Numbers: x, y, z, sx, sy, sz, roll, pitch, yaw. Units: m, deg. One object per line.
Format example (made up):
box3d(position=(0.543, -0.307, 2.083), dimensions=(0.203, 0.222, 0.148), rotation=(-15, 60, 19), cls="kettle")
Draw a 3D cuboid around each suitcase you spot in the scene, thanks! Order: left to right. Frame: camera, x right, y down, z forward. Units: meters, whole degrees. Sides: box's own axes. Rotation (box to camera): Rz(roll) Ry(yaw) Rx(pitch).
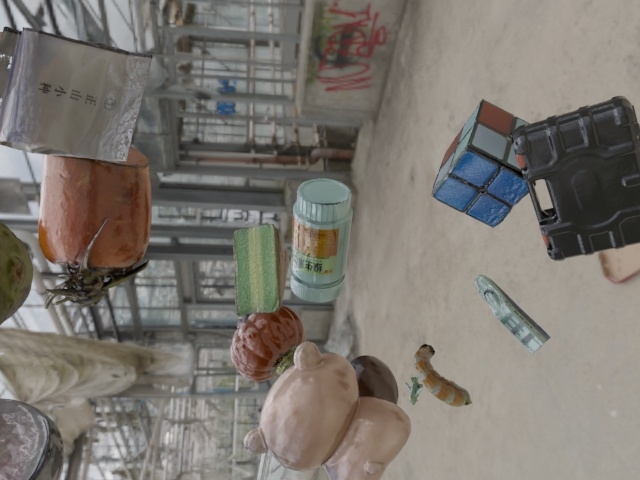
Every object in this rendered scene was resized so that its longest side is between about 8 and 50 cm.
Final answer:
box3d(position=(0.488, -0.103, 1.081), dimensions=(0.286, 0.206, 0.066), rotation=(62, -151, -25), cls="suitcase")

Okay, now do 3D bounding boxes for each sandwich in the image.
box3d(position=(-0.094, 0.042, 0.853), dimensions=(0.116, 0.074, 0.074), rotation=(-84, -20, -55), cls="sandwich")

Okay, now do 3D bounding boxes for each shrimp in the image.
box3d(position=(0.293, 0.327, 1.439), dimensions=(0.049, 0.161, 0.166), rotation=(-56, 9, 23), cls="shrimp")

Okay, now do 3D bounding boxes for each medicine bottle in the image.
box3d(position=(0.000, 0.000, 1.590), dimensions=(0.158, 0.158, 0.318), rotation=(-98, 11, -55), cls="medicine bottle")

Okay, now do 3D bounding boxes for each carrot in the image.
box3d(position=(-0.407, -0.037, 1.080), dimensions=(0.214, 0.193, 0.331), rotation=(10, 95, 43), cls="carrot")

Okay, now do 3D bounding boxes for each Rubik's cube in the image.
box3d(position=(0.369, -0.166, 1.297), dimensions=(0.180, 0.167, 0.183), rotation=(-64, 2, -36), cls="Rubik's cube")

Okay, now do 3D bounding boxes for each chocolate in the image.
box3d(position=(0.092, 0.299, 1.196), dimensions=(0.127, 0.124, 0.133), rotation=(19, 153, 52), cls="chocolate")

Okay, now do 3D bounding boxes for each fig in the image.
box3d(position=(-0.711, 0.065, 1.140), dimensions=(0.239, 0.271, 0.239), rotation=(177, 90, -89), cls="fig")

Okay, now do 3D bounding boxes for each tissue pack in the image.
box3d(position=(-0.045, 0.483, 1.344), dimensions=(0.201, 0.124, 0.271), rotation=(-31, -45, -60), cls="tissue pack")

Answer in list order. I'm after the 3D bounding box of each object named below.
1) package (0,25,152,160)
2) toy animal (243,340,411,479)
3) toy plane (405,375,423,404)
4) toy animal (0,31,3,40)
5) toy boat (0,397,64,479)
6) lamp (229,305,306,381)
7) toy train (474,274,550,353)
box3d(position=(-0.423, -0.241, 0.986), dimensions=(0.062, 0.250, 0.204), rotation=(122, 158, -80), cls="package")
box3d(position=(0.023, 0.314, 0.980), dimensions=(0.210, 0.221, 0.229), rotation=(-56, -34, 1), cls="toy animal")
box3d(position=(0.263, 0.417, 1.645), dimensions=(0.080, 0.033, 0.083), rotation=(-14, 70, 63), cls="toy plane")
box3d(position=(-0.663, -0.377, 0.988), dimensions=(0.256, 0.213, 0.195), rotation=(-39, 30, 61), cls="toy animal")
box3d(position=(-0.337, 0.232, 0.514), dimensions=(0.227, 0.155, 0.085), rotation=(-30, -36, -44), cls="toy boat")
box3d(position=(-0.142, 0.276, 1.594), dimensions=(0.196, 0.223, 0.223), rotation=(40, 144, 25), cls="lamp")
box3d(position=(0.470, 0.179, 1.490), dimensions=(0.234, 0.051, 0.052), rotation=(48, 127, 22), cls="toy train")
